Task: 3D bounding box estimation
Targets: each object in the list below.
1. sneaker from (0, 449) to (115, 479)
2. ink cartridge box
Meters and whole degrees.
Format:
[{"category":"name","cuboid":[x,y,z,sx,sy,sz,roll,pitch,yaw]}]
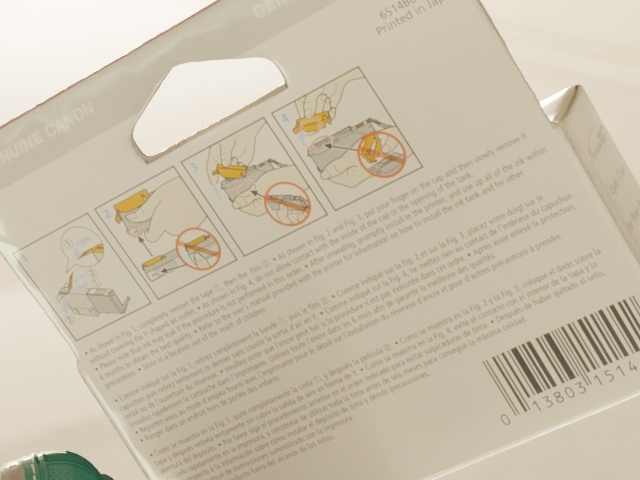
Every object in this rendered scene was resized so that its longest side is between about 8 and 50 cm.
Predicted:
[{"category":"sneaker","cuboid":[-0.056,0.189,0.935,0.121,0.302,0.108,-21,-135,4]},{"category":"ink cartridge box","cuboid":[0.000,0.000,0.948,0.296,0.261,0.066,-26,-167,26]}]
